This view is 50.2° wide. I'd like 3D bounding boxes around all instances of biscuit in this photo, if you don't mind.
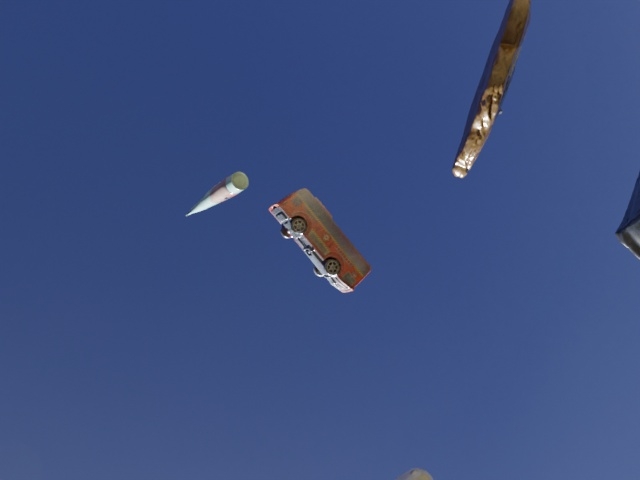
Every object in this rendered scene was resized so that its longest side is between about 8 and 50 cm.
[{"bbox_3d":[0.261,-0.225,1.034,0.041,0.290,0.208,18,-148,6],"label":"biscuit"}]

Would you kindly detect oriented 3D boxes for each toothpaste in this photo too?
[{"bbox_3d":[-0.195,-0.084,1.274,0.056,0.205,0.036,-43,-77,-32],"label":"toothpaste"}]

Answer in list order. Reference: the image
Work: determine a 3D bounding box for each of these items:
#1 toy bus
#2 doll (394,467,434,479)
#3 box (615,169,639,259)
[{"bbox_3d":[0.000,0.000,1.138,0.077,0.065,0.192,-42,-82,-21],"label":"toy bus"},{"bbox_3d":[0.174,0.452,1.081,0.181,0.107,0.110,41,-135,14],"label":"doll"},{"bbox_3d":[0.517,-0.013,0.693,0.345,0.204,0.251,42,-135,-1],"label":"box"}]
